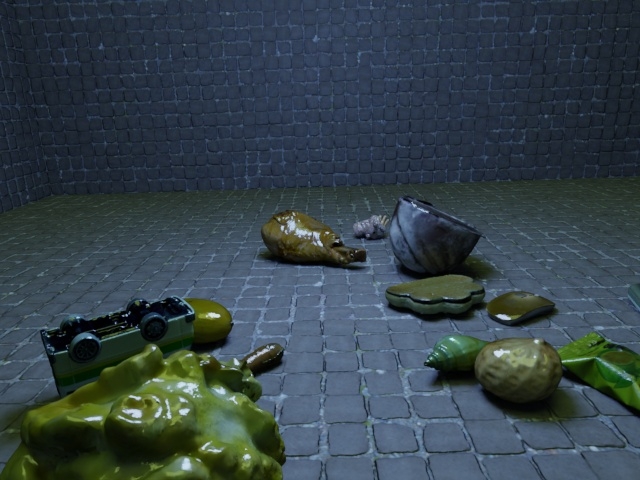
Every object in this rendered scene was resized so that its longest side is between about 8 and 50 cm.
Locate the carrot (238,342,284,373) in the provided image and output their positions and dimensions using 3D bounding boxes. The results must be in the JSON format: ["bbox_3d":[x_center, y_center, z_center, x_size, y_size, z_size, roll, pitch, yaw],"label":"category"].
[{"bbox_3d":[-0.180,0.277,0.986,0.254,0.049,0.049,-21,25,-37],"label":"carrot"}]

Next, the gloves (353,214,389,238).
[{"bbox_3d":[0.208,-0.051,1.945,0.144,0.094,0.110,-16,-21,41],"label":"gloves"}]

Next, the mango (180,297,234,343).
[{"bbox_3d":[-0.317,0.194,1.188,0.137,0.091,0.237,-9,17,-42],"label":"mango"}]

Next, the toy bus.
[{"bbox_3d":[-0.401,0.223,0.966,0.276,0.165,0.133,-12,20,-34],"label":"toy bus"}]

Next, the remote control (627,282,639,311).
[{"bbox_3d":[0.864,0.180,1.139,0.127,0.066,0.335,0,16,16],"label":"remote control"}]

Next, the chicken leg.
[{"bbox_3d":[0.000,0.000,1.715,0.409,0.182,0.295,13,6,31],"label":"chicken leg"}]

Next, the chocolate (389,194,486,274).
[{"bbox_3d":[0.353,0.003,1.535,0.303,0.213,0.303,25,13,-6],"label":"chocolate"}]

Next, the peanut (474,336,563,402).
[{"bbox_3d":[0.379,0.246,0.904,0.159,0.109,0.140,-11,3,15],"label":"peanut"}]

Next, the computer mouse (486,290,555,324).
[{"bbox_3d":[0.531,0.171,1.243,0.198,0.045,0.102,-11,21,-26],"label":"computer mouse"}]

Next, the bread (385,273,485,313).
[{"bbox_3d":[0.331,0.153,1.302,0.286,0.056,0.207,-8,14,-18],"label":"bread"}]

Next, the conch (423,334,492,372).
[{"bbox_3d":[0.297,0.238,0.996,0.200,0.080,0.094,7,-5,-37],"label":"conch"}]

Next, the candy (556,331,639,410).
[{"bbox_3d":[0.585,0.258,0.904,0.148,0.069,0.246,-15,25,-22],"label":"candy"}]

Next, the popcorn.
[{"bbox_3d":[-0.205,0.274,0.563,0.311,0.313,0.312,-2,17,1],"label":"popcorn"}]
